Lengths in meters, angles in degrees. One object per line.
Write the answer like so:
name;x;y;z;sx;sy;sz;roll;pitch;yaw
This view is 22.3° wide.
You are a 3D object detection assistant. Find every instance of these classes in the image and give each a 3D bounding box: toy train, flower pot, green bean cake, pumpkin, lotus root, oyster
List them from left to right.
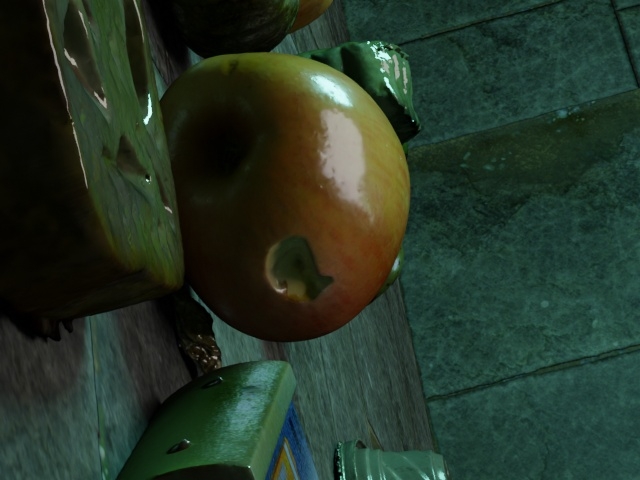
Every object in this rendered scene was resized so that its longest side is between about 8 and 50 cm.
lotus root;-0.171;-0.112;1.043;0.390;0.111;0.375;-98;175;-51
oyster;-0.107;0.081;1.420;0.051;0.034;0.093;-108;176;-68
pumpkin;-0.101;-0.299;1.744;0.224;0.157;0.223;163;-90;-86
toy train;-0.053;0.212;1.165;0.299;0.131;0.202;-69;142;-79
green bean cake;0.010;-0.161;2.039;0.222;0.227;0.124;48;30;-75
flower pot;0.112;0.360;2.126;0.235;0.141;0.235;-14;90;-85

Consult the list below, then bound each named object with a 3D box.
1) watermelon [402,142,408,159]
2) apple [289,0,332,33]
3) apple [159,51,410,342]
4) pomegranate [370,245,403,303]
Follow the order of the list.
watermelon;0.033;-0.136;2.302;0.214;0.188;0.188;130;-54;-81
apple;-0.074;-0.322;1.963;0.199;0.199;0.199;-15;90;-83
apple;-0.045;-0.041;1.411;0.241;0.242;0.242;46;29;-59
pomegranate;0.000;0.000;1.914;0.224;0.182;0.181;-148;-139;-76
